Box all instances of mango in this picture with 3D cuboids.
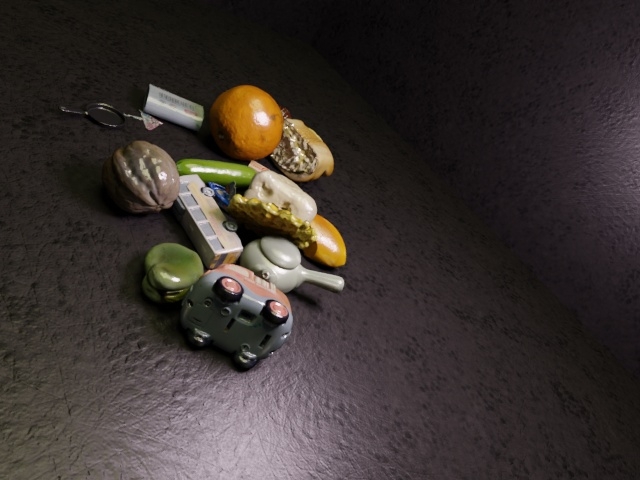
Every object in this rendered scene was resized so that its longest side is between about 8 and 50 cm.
[{"bbox_3d":[0.000,0.000,1.699,0.252,0.126,0.154,46,40,9],"label":"mango"}]

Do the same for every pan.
[{"bbox_3d":[-0.799,-0.442,1.587,0.136,0.028,0.235,49,30,21],"label":"pan"}]

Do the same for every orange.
[{"bbox_3d":[-0.303,-0.480,1.868,0.312,0.312,0.312,25,33,-18],"label":"orange"}]

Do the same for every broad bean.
[{"bbox_3d":[-0.395,0.084,1.230,0.169,0.100,0.227,27,30,-31],"label":"broad bean"}]

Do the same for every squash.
[{"bbox_3d":[-0.369,-0.246,1.687,0.379,0.101,0.101,-1,47,-39],"label":"squash"}]

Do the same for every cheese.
[{"bbox_3d":[-0.132,-0.134,1.662,0.252,0.173,0.248,29,7,3],"label":"cheese"}]

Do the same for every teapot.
[{"bbox_3d":[-0.099,0.084,1.467,0.319,0.149,0.219,13,40,-32],"label":"teapot"}]

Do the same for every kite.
[{"bbox_3d":[-0.685,-0.470,1.758,0.157,0.011,0.139,4,42,-42],"label":"kite"}]

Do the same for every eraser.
[{"bbox_3d":[-0.603,-0.546,1.868,0.227,0.081,0.174,16,32,-28],"label":"eraser"}]

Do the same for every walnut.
[{"bbox_3d":[-0.531,-0.186,1.348,0.224,0.224,0.224,25,33,-18],"label":"walnut"}]

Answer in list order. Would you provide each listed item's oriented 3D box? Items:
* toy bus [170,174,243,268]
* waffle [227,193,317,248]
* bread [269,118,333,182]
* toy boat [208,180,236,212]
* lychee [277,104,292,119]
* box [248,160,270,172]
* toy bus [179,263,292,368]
[{"bbox_3d":[-0.374,-0.063,1.449,0.138,0.097,0.342,-14,58,-44],"label":"toy bus"},{"bbox_3d":[-0.157,-0.055,1.482,0.312,0.307,0.060,22,74,7],"label":"waffle"},{"bbox_3d":[-0.095,-0.398,2.068,0.315,0.211,0.270,52,26,8],"label":"bread"},{"bbox_3d":[-0.322,-0.166,1.616,0.175,0.110,0.091,34,29,-1],"label":"toy boat"},{"bbox_3d":[-0.223,-0.561,2.177,0.188,0.188,0.188,25,33,-18],"label":"lychee"},{"bbox_3d":[-0.264,-0.308,1.949,0.093,0.015,0.058,29,34,-11],"label":"box"},{"bbox_3d":[-0.211,0.175,1.209,0.288,0.194,0.232,29,24,-13],"label":"toy bus"}]
